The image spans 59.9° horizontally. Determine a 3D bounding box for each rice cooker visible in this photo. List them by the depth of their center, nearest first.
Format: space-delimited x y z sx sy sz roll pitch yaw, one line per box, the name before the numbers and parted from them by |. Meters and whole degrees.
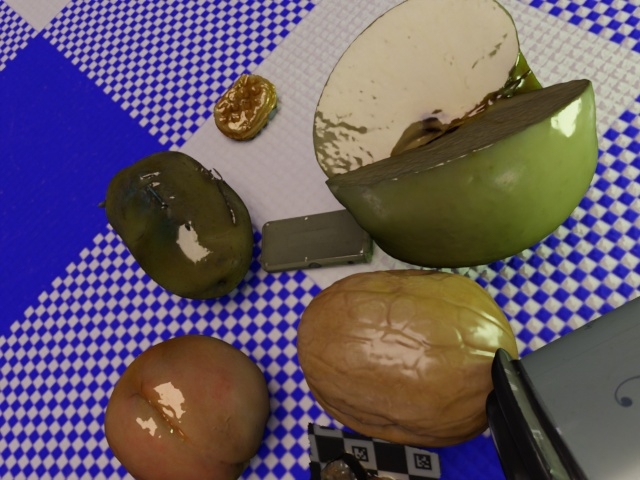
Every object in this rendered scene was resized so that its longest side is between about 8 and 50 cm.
rice cooker | 0.264 0.162 0.385 0.317 0.316 0.264 -34 106 3

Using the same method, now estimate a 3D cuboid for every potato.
potato | -0.190 -0.026 0.757 0.169 0.143 0.248 -47 62 8

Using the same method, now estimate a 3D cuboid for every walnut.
walnut | 0.086 0.118 0.573 0.226 0.193 0.192 6 71 11

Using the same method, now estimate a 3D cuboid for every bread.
bread | -0.114 -0.206 0.861 0.083 0.044 0.110 36 85 24

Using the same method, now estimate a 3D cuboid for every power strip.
power strip | 0.000 0.000 0.745 0.169 0.028 0.076 -7 66 18

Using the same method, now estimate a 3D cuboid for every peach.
peach | -0.152 0.197 0.637 0.184 0.184 0.184 -7 67 17

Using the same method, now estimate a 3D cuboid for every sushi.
sushi | 0.045 0.288 0.549 0.139 0.031 0.200 5 107 23

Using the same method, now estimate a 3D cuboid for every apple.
apple | 0.144 -0.099 0.617 0.258 0.233 0.295 -34 47 10
